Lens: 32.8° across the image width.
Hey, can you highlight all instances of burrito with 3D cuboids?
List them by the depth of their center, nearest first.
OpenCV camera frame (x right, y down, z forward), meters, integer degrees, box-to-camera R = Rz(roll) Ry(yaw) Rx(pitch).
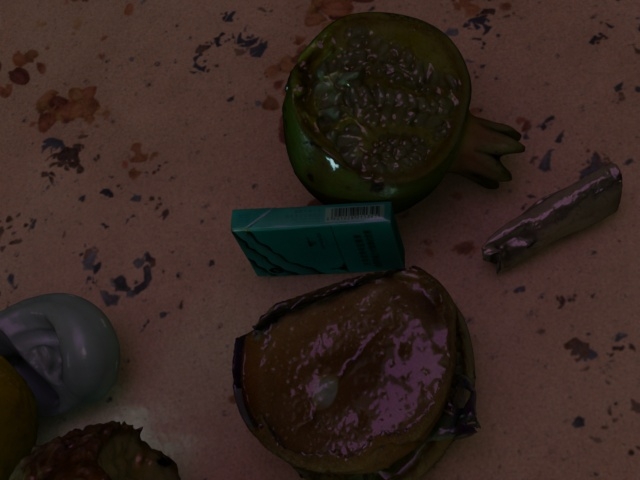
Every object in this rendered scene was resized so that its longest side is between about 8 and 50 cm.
[{"bbox_3d":[0.328,-0.028,1.550,0.226,0.087,0.060,-30,52,1],"label":"burrito"}]

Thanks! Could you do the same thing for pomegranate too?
[{"bbox_3d":[0.108,-0.159,1.603,0.358,0.216,0.310,21,62,-11],"label":"pomegranate"}]

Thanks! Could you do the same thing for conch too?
[{"bbox_3d":[-0.389,0.168,1.583,0.221,0.121,0.185,10,81,24],"label":"conch"}]

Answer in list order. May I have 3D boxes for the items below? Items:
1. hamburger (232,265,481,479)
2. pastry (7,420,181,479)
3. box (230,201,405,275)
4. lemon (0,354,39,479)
[{"bbox_3d":[0.048,0.192,1.435,0.317,0.195,0.277,-15,64,8],"label":"hamburger"},{"bbox_3d":[-0.282,0.426,1.316,0.337,0.292,0.405,-48,34,0],"label":"pastry"},{"bbox_3d":[0.000,0.000,1.559,0.226,0.161,0.042,-3,63,11],"label":"box"},{"bbox_3d":[-0.536,0.251,1.481,0.321,0.268,0.268,36,73,-5],"label":"lemon"}]
